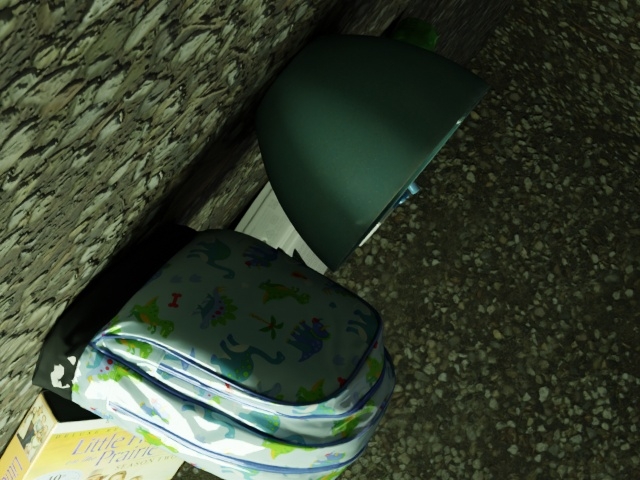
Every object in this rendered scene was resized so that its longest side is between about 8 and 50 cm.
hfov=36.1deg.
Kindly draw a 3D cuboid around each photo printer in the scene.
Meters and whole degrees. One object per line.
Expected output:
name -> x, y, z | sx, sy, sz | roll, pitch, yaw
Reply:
photo printer -> -0.063, 0.022, 1.754 | 0.256, 0.107, 0.307 | -57, 163, -13

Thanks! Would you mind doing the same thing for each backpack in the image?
backpack -> -0.092, 0.137, 1.136 | 0.273, 0.355, 0.290 | -53, 175, 39

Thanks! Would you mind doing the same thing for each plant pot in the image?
plant pot -> 0.036, -0.133, 1.184 | 0.290, 0.195, 0.290 | -50, 177, -4

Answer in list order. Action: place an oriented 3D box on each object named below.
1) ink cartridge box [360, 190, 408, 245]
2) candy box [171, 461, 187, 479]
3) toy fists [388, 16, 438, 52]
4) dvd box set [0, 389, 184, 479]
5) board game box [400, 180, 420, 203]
ink cartridge box -> 0.056, -0.105, 1.919 | 0.082, 0.190, 0.139 | -51, 177, 42
candy box -> -0.299, 0.433, 1.784 | 0.109, 0.053, 0.186 | -50, 178, 12
toy fists -> 0.103, -0.258, 1.676 | 0.142, 0.096, 0.279 | -60, 180, -27
dvd box set -> -0.356, 0.367, 1.463 | 0.307, 0.062, 0.420 | 2, 131, -49
board game box -> 0.000, 0.000, 2.249 | 0.390, 0.050, 0.390 | -37, -173, -29
